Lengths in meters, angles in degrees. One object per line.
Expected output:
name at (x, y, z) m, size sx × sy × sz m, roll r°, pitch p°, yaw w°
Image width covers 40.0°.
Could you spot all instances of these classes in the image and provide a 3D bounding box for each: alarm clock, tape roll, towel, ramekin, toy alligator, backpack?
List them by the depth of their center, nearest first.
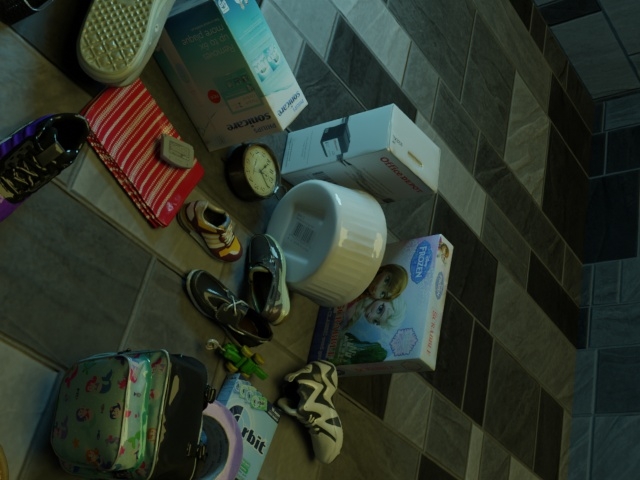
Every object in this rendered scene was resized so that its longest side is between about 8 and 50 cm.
backpack at (-0.327, 0.289, 1.440) m, size 0.191 × 0.253 × 0.225 m, roll 22°, pitch 68°, yaw -45°
tape roll at (-0.243, 0.388, 1.633) m, size 0.188 × 0.080 × 0.189 m, roll 11°, pitch 71°, yaw -35°
towel at (-0.343, -0.181, 1.721) m, size 0.275 × 0.031 × 0.199 m, roll 57°, pitch 41°, yaw -27°
toy alligator at (-0.177, 0.236, 1.826) m, size 0.189 × 0.056 × 0.051 m, roll 40°, pitch 10°, yaw -40°
ramekin at (0.000, 0.000, 1.944) m, size 0.135 × 0.277 × 0.277 m, roll 20°, pitch 66°, yaw -41°
alarm clock at (-0.137, -0.142, 1.960) m, size 0.192 × 0.064 × 0.129 m, roll 37°, pitch 53°, yaw -40°

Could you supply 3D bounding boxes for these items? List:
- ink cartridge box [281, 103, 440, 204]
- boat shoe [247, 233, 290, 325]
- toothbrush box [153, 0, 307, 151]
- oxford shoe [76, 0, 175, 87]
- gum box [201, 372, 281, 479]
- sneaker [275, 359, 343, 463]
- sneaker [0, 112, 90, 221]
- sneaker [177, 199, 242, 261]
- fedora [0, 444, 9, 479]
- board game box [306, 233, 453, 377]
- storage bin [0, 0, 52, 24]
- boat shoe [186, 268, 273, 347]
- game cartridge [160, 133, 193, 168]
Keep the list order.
ink cartridge box at (0.098, -0.185, 2.080) m, size 0.223 × 0.307 × 0.129 m, roll 35°, pitch 55°, yaw -44°
boat shoe at (-0.119, 0.073, 1.876) m, size 0.073 × 0.080 × 0.224 m, roll 33°, pitch 37°, yaw -50°
toothbrush box at (-0.195, -0.354, 1.808) m, size 0.296 × 0.216 × 0.126 m, roll 62°, pitch 40°, yaw -24°
oxford shoe at (-0.342, -0.481, 1.675) m, size 0.169 × 0.130 × 0.450 m, roll 21°, pitch 71°, yaw -6°
gum box at (-0.166, 0.393, 1.804) m, size 0.157 × 0.041 × 0.184 m, roll 50°, pitch 47°, yaw -33°
sneaker at (-0.035, 0.392, 1.949) m, size 0.153 × 0.094 × 0.235 m, roll -7°, pitch 102°, yaw -39°
sneaker at (-0.479, -0.125, 1.425) m, size 0.102 × 0.146 × 0.293 m, roll 58°, pitch 41°, yaw -26°
sneaker at (-0.209, -0.016, 1.814) m, size 0.185 × 0.083 × 0.070 m, roll 41°, pitch 50°, yaw -40°
fedora at (-0.550, 0.356, 1.265) m, size 0.194 × 0.079 × 0.195 m, roll 11°, pitch 76°, yaw -46°
board game box at (0.137, 0.156, 2.041) m, size 0.066 × 0.317 × 0.319 m, roll 41°, pitch 50°, yaw -40°
storage bin at (-0.531, -0.478, 1.499) m, size 0.180 × 0.084 × 0.122 m, roll 58°, pitch 42°, yaw -26°
boat shoe at (-0.186, 0.137, 1.814) m, size 0.233 × 0.079 × 0.084 m, roll 50°, pitch 47°, yaw -32°
game cartridge at (-0.288, -0.175, 1.757) m, size 0.083 × 0.017 × 0.056 m, roll 23°, pitch 56°, yaw -48°
